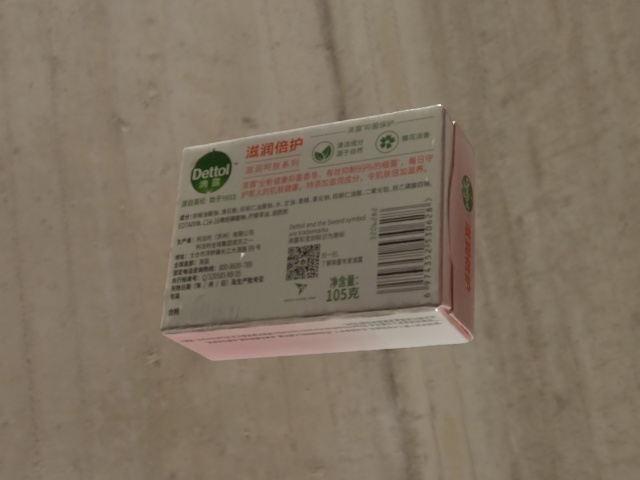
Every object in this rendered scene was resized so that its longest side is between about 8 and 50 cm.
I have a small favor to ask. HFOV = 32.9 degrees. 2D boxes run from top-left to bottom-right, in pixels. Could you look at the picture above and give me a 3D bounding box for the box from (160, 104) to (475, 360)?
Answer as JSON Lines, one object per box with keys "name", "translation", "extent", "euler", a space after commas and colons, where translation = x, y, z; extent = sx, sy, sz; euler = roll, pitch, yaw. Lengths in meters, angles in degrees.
{"name": "box", "translation": [0.000, 0.000, 0.451], "extent": [0.043, 0.125, 0.089], "euler": [43, -133, -56]}
